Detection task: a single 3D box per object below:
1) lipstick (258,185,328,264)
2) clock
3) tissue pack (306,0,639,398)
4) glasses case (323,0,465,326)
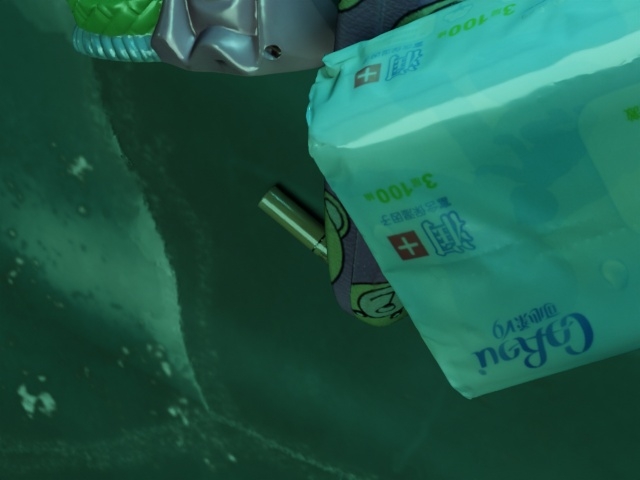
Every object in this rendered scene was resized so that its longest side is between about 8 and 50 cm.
[{"bbox_3d":[0.000,0.000,0.904,0.094,0.019,0.019,39,132,4],"label":"lipstick"},{"bbox_3d":[-0.078,-0.196,0.773,0.194,0.100,0.195,11,123,28],"label":"clock"},{"bbox_3d":[0.143,-0.039,0.613,0.263,0.089,0.177,-18,119,29],"label":"tissue pack"},{"bbox_3d":[0.058,-0.094,0.736,0.076,0.123,0.316,24,129,25],"label":"glasses case"}]
